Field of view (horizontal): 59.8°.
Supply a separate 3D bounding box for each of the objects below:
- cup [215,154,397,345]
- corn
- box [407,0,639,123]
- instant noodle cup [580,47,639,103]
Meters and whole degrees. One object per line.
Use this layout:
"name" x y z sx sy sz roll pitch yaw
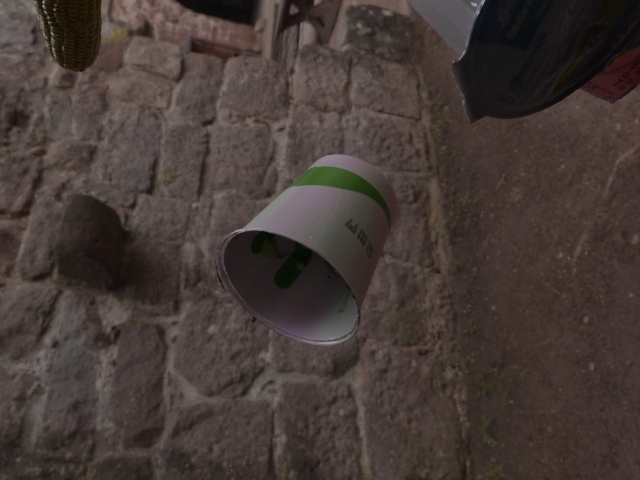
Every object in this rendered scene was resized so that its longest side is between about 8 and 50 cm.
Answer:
"cup" 0.000 0.000 0.950 0.274 0.253 0.253 -56 -6 -39
"corn" -0.386 -0.376 0.854 0.305 0.106 0.106 123 153 -61
"box" 0.213 -0.292 0.573 0.206 0.291 0.262 57 144 31
"instant noodle cup" 0.398 -0.351 0.859 0.244 0.255 0.244 -57 -2 -3
